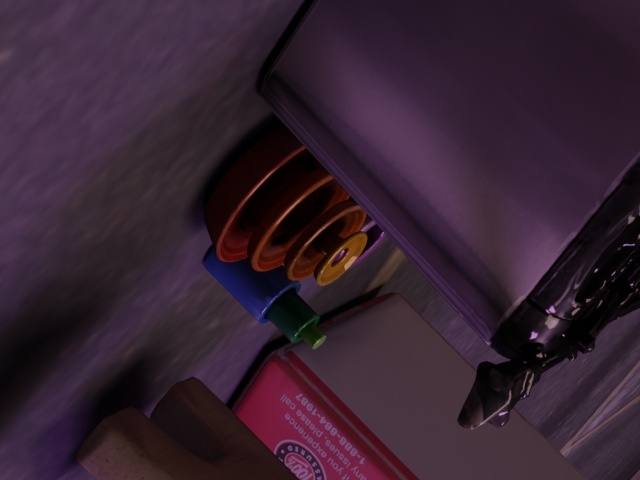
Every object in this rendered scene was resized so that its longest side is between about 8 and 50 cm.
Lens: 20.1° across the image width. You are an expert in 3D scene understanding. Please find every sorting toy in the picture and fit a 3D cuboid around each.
[{"bbox_3d":[0.000,0.000,0.532,0.061,0.042,0.102,-48,164,11],"label":"sorting toy"}]

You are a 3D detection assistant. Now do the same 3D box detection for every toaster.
[{"bbox_3d":[0.090,-0.061,0.481,0.168,0.110,0.185,-53,163,24],"label":"toaster"}]

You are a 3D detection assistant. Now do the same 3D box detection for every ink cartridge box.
[{"bbox_3d":[0.010,0.154,0.726,0.092,0.158,0.218,-25,155,-52],"label":"ink cartridge box"}]

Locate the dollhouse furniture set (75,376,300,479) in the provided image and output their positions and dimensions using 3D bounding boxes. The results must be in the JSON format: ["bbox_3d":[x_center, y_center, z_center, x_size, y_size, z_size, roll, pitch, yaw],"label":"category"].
[{"bbox_3d":[-0.096,0.216,0.557,0.374,0.152,0.201,-47,174,13],"label":"dollhouse furniture set"}]
